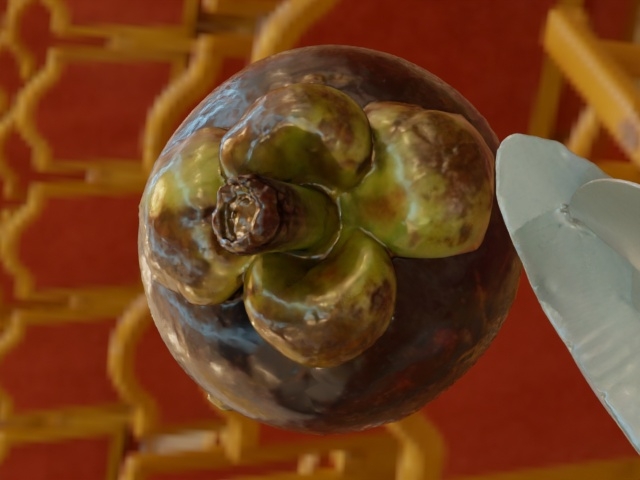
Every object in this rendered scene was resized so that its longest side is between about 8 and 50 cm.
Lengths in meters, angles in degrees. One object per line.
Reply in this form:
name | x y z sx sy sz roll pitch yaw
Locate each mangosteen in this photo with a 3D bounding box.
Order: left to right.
mangosteen | 0.000 0.000 0.945 0.217 0.192 0.192 -7 -77 -80

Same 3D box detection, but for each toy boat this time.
toy boat | 0.068 0.013 0.411 0.105 0.034 0.149 53 179 25
